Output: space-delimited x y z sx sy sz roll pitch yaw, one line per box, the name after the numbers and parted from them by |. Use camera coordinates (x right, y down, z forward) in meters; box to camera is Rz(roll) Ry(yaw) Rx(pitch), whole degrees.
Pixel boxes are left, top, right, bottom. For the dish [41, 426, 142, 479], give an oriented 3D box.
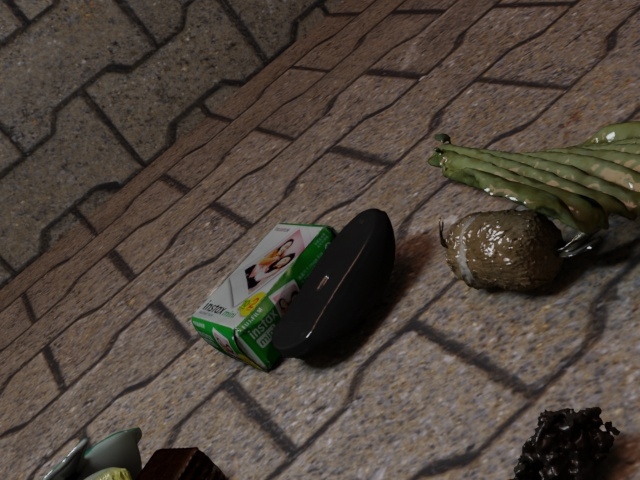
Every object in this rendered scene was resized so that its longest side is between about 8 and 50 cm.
-0.312 0.359 1.283 0.224 0.078 0.246 -45 -16 -21 | dish

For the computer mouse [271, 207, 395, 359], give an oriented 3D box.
0.036 0.077 1.377 0.270 0.086 0.137 -56 20 -19 | computer mouse

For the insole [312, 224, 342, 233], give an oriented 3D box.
0.000 0.000 1.669 0.080 0.003 0.232 -48 26 -22 | insole

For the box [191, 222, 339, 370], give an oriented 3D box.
-0.075 0.086 1.496 0.250 0.103 0.180 -47 25 -22 | box

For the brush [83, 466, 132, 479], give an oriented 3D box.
-0.350 0.387 1.188 0.313 0.072 0.067 -39 67 12 | brush

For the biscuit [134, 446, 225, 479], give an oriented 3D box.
-0.229 0.386 1.207 0.106 0.070 0.252 -15 32 42 | biscuit

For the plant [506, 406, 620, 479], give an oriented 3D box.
0.212 0.227 0.881 0.085 0.087 0.174 30 72 38 | plant

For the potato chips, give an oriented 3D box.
0.323 -0.084 1.166 0.373 0.097 0.389 -5 16 -14 | potato chips

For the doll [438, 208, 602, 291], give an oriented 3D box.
0.249 0.014 1.175 0.221 0.115 0.105 6 75 48 | doll
